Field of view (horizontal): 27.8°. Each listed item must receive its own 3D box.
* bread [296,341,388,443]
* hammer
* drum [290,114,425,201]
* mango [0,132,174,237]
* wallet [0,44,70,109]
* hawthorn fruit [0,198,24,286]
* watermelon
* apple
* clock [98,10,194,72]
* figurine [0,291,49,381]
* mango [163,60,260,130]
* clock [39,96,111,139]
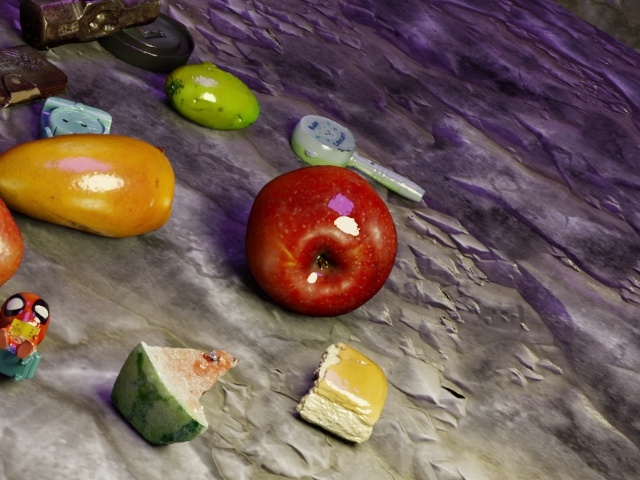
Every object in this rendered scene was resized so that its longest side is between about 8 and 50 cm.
[{"bbox_3d":[0.035,0.198,1.708,0.106,0.082,0.125,22,27,4],"label":"bread"},{"bbox_3d":[-0.495,-0.469,2.291,0.242,0.095,0.409,-27,48,-35],"label":"hammer"},{"bbox_3d":[0.057,-0.134,2.263,0.253,0.049,0.130,36,31,15],"label":"drum"},{"bbox_3d":[-0.336,-0.083,1.792,0.187,0.138,0.257,33,22,33],"label":"mango"},{"bbox_3d":[-0.502,-0.255,2.024,0.122,0.031,0.232,35,30,16],"label":"wallet"},{"bbox_3d":[-0.453,0.014,1.522,0.162,0.162,0.203,34,20,11],"label":"hawthorn fruit"},{"bbox_3d":[-0.186,0.171,1.569,0.121,0.098,0.158,39,34,-9],"label":"watermelon"},{"bbox_3d":[0.000,0.000,1.852,0.218,0.218,0.201,20,30,-13],"label":"apple"},{"bbox_3d":[-0.318,-0.367,2.331,0.184,0.040,0.184,20,32,-13],"label":"clock"},{"bbox_3d":[-0.358,0.112,1.541,0.068,0.075,0.140,21,20,-8],"label":"figurine"},{"bbox_3d":[-0.180,-0.246,2.200,0.178,0.100,0.119,17,28,-31],"label":"mango"},{"bbox_3d":[-0.373,-0.160,1.965,0.108,0.045,0.147,14,30,-18],"label":"clock"}]
